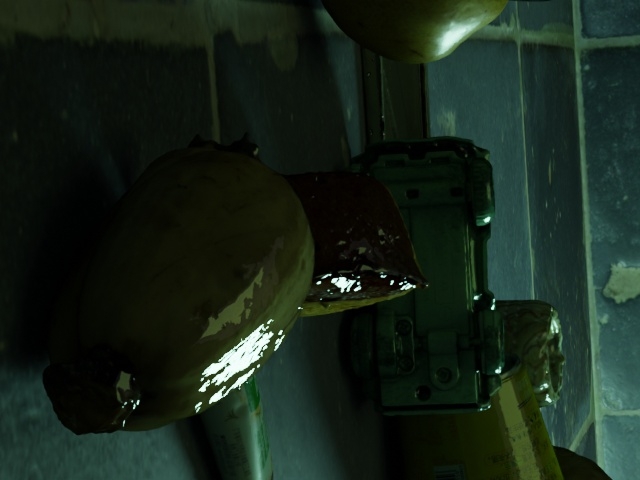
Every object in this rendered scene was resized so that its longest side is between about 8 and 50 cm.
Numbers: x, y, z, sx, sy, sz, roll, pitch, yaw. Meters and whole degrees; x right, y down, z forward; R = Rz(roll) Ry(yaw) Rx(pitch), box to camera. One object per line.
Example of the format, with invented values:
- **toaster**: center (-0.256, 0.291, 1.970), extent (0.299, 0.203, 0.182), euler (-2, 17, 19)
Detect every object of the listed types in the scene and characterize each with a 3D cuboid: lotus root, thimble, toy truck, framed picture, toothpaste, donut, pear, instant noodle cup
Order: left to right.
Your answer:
- **lotus root**: center (-0.085, 0.032, 1.064), extent (0.154, 0.140, 0.257), euler (-53, -177, 42)
- **toothpaste**: center (-0.066, 0.136, 1.276), extent (0.058, 0.056, 0.314), euler (-34, 137, -22)
- **donut**: center (0.000, 0.000, 1.360), extent (0.295, 0.151, 0.112), euler (6, 72, -74)
- **framed picture**: center (0.092, -0.109, 1.918), extent (0.247, 0.022, 0.335), euler (-17, 104, -73)
- **pear**: center (0.086, -0.279, 1.610), extent (0.209, 0.209, 0.209), euler (-3, 90, -74)
- **toy truck**: center (0.105, 0.036, 1.718), extent (0.156, 0.155, 0.279), euler (-4, 90, -83)
- **instant noodle cup**: center (0.175, 0.257, 1.868), extent (0.215, 0.215, 0.236), euler (-40, 118, -71)
- **thimble**: center (0.227, 0.144, 2.138), extent (0.190, 0.143, 0.137), euler (8, 80, -75)

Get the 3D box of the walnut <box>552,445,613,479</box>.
- **walnut**: center (0.288, 0.379, 2.142), extent (0.227, 0.283, 0.283), euler (-48, 145, -19)
